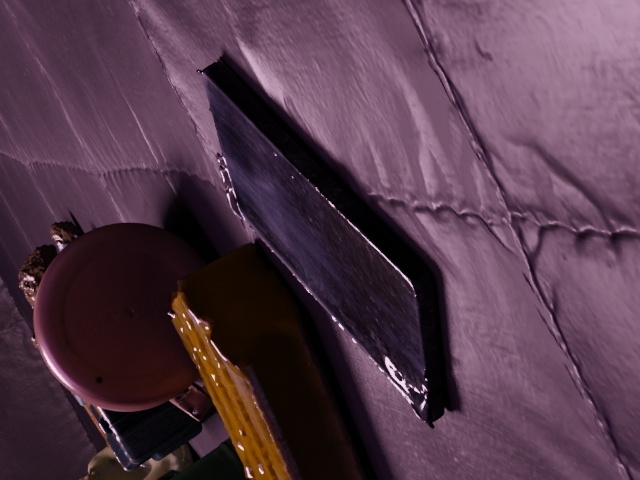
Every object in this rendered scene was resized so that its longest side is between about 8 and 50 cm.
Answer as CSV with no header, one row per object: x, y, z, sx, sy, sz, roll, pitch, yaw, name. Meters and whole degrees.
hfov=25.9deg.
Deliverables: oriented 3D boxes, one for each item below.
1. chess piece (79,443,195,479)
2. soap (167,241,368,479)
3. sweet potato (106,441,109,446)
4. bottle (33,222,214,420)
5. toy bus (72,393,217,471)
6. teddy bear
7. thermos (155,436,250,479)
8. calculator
-0.229,0.516,2.190,0.234,0.234,0.442,35,147,54,chess piece
-0.051,0.119,1.192,0.160,0.080,0.257,33,149,54,soap
-0.312,0.396,2.300,0.075,0.075,0.273,121,145,-72,sweet potato
-0.181,0.099,1.393,0.206,0.173,0.297,38,167,-1,bottle
-0.226,0.194,1.745,0.167,0.138,0.275,56,165,5,toy bus
-0.344,0.074,1.920,0.129,0.182,0.251,26,177,-27,teddy bear
-0.161,0.305,1.649,0.083,0.188,0.073,53,162,14,thermos
0.000,0.000,0.941,0.261,0.021,0.161,47,159,35,calculator
